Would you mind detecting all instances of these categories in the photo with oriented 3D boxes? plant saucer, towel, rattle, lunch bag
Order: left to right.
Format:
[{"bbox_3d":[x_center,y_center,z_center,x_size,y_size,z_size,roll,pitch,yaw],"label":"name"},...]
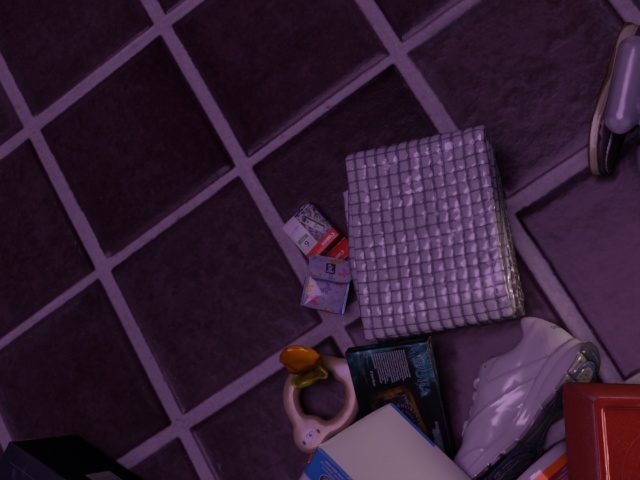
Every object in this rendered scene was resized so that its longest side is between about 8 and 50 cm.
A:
[{"bbox_3d":[-0.009,0.264,1.527,0.130,0.143,0.199,10,80,4],"label":"rattle"},{"bbox_3d":[0.010,0.067,1.579,0.071,0.053,0.083,13,85,-1],"label":"lunch bag"},{"bbox_3d":[0.161,-0.006,1.506,0.235,0.121,0.283,-12,77,24],"label":"towel"},{"bbox_3d":[0.447,0.305,1.313,0.259,0.047,0.259,2,70,-2],"label":"plant saucer"}]

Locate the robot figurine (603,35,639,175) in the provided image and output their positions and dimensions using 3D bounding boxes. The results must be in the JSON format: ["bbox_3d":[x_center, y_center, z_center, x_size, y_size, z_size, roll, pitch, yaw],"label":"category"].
[{"bbox_3d":[0.523,-0.180,1.343,0.300,0.200,0.353,10,86,3],"label":"robot figurine"}]

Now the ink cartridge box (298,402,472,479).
[{"bbox_3d":[0.062,0.381,1.419,0.171,0.168,0.232,42,127,22],"label":"ink cartridge box"}]

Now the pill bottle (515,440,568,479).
[{"bbox_3d":[0.358,0.385,1.373,0.121,0.121,0.221,-45,71,10],"label":"pill bottle"}]

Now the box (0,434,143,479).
[{"bbox_3d":[-0.374,0.524,1.608,0.343,0.179,0.312,27,94,22],"label":"box"}]

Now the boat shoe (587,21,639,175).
[{"bbox_3d":[0.431,-0.196,1.446,0.073,0.080,0.223,13,83,27],"label":"boat shoe"}]

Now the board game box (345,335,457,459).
[{"bbox_3d":[0.118,0.236,1.501,0.126,0.026,0.186,-10,102,18],"label":"board game box"}]

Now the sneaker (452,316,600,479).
[{"bbox_3d":[0.263,0.240,1.455,0.297,0.111,0.129,-53,52,5],"label":"sneaker"}]

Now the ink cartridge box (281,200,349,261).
[{"bbox_3d":[0.000,0.000,1.613,0.063,0.029,0.115,-46,70,10],"label":"ink cartridge box"}]
